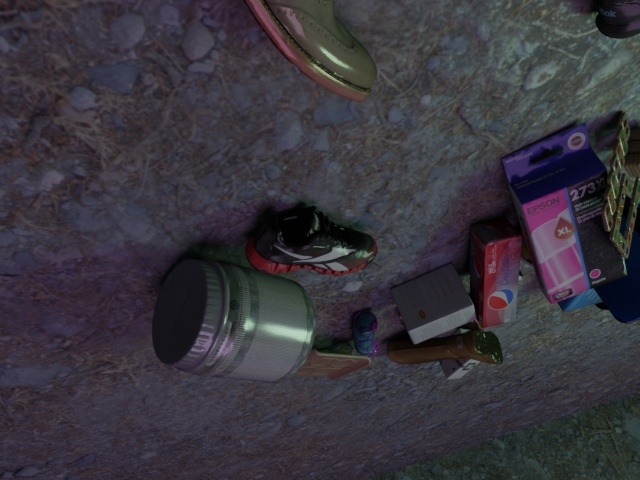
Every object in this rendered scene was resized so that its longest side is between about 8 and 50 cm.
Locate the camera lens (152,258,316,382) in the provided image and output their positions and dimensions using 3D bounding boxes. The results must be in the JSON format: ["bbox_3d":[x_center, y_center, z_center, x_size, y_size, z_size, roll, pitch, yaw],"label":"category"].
[{"bbox_3d":[-0.163,0.163,1.030,0.274,0.219,0.219,20,128,-40],"label":"camera lens"}]

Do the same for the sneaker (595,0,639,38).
[{"bbox_3d":[0.532,-0.399,0.738,0.267,0.101,0.106,-30,139,13],"label":"sneaker"}]

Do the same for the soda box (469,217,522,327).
[{"bbox_3d":[0.414,0.082,1.234,0.092,0.083,0.263,-13,125,-3],"label":"soda box"}]

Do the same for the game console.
[{"bbox_3d":[0.759,0.051,1.242,0.250,0.293,0.173,15,133,-37],"label":"game console"}]

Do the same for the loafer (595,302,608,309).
[{"bbox_3d":[0.936,0.175,1.603,0.078,0.080,0.220,-38,-172,-8],"label":"loafer"}]

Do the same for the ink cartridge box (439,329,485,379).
[{"bbox_3d":[0.450,0.348,1.631,0.060,0.104,0.180,7,135,-29],"label":"ink cartridge box"}]

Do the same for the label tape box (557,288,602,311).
[{"bbox_3d":[0.844,0.056,1.438,0.347,0.115,0.249,-13,144,-12],"label":"label tape box"}]

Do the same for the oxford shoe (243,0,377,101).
[{"bbox_3d":[-0.028,-0.304,0.580,0.146,0.141,0.397,-41,141,16],"label":"oxford shoe"}]

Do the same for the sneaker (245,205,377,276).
[{"bbox_3d":[0.000,0.000,0.999,0.275,0.098,0.135,2,140,-24],"label":"sneaker"}]

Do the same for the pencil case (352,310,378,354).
[{"bbox_3d":[0.122,0.253,1.395,0.064,0.070,0.152,-48,153,-25],"label":"pencil case"}]

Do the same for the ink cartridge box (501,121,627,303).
[{"bbox_3d":[0.518,-0.043,1.086,0.175,0.069,0.371,-23,117,10],"label":"ink cartridge box"}]

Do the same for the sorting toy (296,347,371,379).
[{"bbox_3d":[0.008,0.347,1.468,0.208,0.038,0.193,17,143,-33],"label":"sorting toy"}]

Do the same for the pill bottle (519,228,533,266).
[{"bbox_3d":[0.537,-0.028,1.199,0.103,0.103,0.184,1,138,-25],"label":"pill bottle"}]

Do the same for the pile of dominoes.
[{"bbox_3d":[0.635,-0.110,1.051,0.040,0.251,0.196,5,163,46],"label":"pile of dominoes"}]

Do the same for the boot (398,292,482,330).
[{"bbox_3d":[0.342,0.213,1.458,0.206,0.090,0.248,-16,150,19],"label":"boot"}]

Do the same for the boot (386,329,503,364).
[{"bbox_3d":[0.369,0.321,1.521,0.269,0.089,0.236,-18,146,36],"label":"boot"}]

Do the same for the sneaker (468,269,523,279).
[{"bbox_3d":[0.452,0.081,1.341,0.161,0.057,0.075,16,132,-32],"label":"sneaker"}]

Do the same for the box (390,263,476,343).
[{"bbox_3d":[0.282,0.160,1.299,0.170,0.130,0.091,-24,144,7],"label":"box"}]
